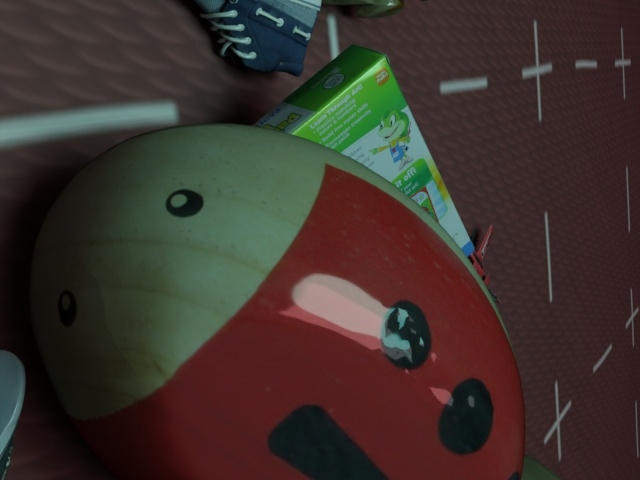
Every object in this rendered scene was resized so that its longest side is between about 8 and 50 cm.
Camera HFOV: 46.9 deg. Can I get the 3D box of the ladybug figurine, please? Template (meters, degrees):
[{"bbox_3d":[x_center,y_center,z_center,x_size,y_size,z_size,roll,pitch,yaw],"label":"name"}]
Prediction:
[{"bbox_3d":[-0.002,0.115,0.534,0.305,0.162,0.449,-46,115,6],"label":"ladybug figurine"}]

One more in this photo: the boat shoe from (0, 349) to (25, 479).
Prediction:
[{"bbox_3d":[-0.220,0.140,0.461,0.040,0.049,0.142,94,9,-70],"label":"boat shoe"}]

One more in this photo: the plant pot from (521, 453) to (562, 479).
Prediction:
[{"bbox_3d":[0.145,0.380,0.779,0.229,0.263,0.262,-29,114,-58],"label":"plant pot"}]

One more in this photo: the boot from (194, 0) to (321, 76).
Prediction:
[{"bbox_3d":[-0.073,-0.195,0.646,0.190,0.069,0.086,-2,109,-47],"label":"boot"}]

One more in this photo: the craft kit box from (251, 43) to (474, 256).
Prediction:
[{"bbox_3d":[0.000,0.000,0.662,0.250,0.061,0.246,-40,132,-10],"label":"craft kit box"}]

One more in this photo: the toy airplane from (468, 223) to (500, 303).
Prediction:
[{"bbox_3d":[0.245,0.051,1.140,0.151,0.028,0.151,-4,95,-54],"label":"toy airplane"}]

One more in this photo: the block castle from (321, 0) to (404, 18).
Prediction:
[{"bbox_3d":[0.049,-0.353,0.611,0.453,0.303,0.212,-3,92,-56],"label":"block castle"}]
